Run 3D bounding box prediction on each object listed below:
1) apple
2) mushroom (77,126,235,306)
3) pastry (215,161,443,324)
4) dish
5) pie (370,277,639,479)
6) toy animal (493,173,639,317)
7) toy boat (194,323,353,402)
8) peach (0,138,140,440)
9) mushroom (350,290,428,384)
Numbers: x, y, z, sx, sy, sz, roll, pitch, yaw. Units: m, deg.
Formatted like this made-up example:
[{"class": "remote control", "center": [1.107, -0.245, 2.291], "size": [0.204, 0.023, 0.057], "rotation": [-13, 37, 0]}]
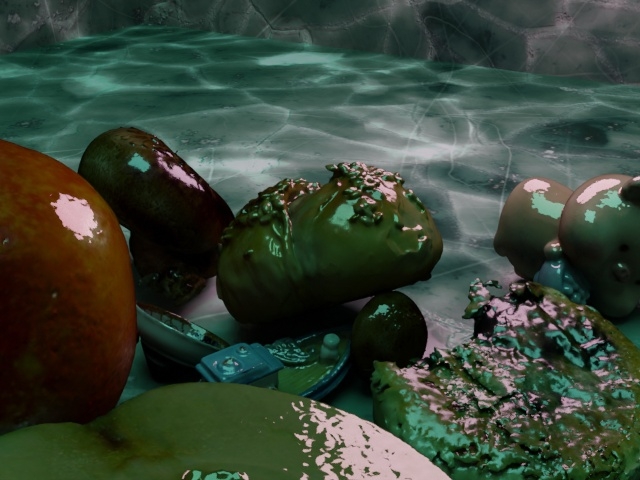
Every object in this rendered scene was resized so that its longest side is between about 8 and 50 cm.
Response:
[{"class": "apple", "center": [-0.082, 0.232, 0.564], "size": [0.360, 0.320, 0.312], "rotation": [20, 70, 43]}, {"class": "mushroom", "center": [-0.234, -0.046, 1.147], "size": [0.163, 0.297, 0.278], "rotation": [-35, 70, 0]}, {"class": "pastry", "center": [0.000, 0.000, 1.043], "size": [0.315, 0.184, 0.284], "rotation": [-17, -7, 24]}, {"class": "dish", "center": [-0.192, 0.144, 0.987], "size": [0.141, 0.078, 0.141], "rotation": [26, -2, 1]}, {"class": "pie", "center": [0.233, 0.174, 0.874], "size": [0.296, 0.078, 0.371], "rotation": [32, 44, 29]}, {"class": "toy animal", "center": [0.393, -0.002, 1.145], "size": [0.229, 0.210, 0.221], "rotation": [-36, 33, 8]}, {"class": "toy boat", "center": [-0.050, 0.154, 0.925], "size": [0.238, 0.098, 0.109], "rotation": [-18, 34, -33]}, {"class": "peach", "center": [-0.359, 0.085, 0.762], "size": [0.388, 0.388, 0.388], "rotation": [0, 26, 0]}, {"class": "mushroom", "center": [0.081, 0.124, 0.960], "size": [0.127, 0.127, 0.087], "rotation": [-23, 30, -39]}]
